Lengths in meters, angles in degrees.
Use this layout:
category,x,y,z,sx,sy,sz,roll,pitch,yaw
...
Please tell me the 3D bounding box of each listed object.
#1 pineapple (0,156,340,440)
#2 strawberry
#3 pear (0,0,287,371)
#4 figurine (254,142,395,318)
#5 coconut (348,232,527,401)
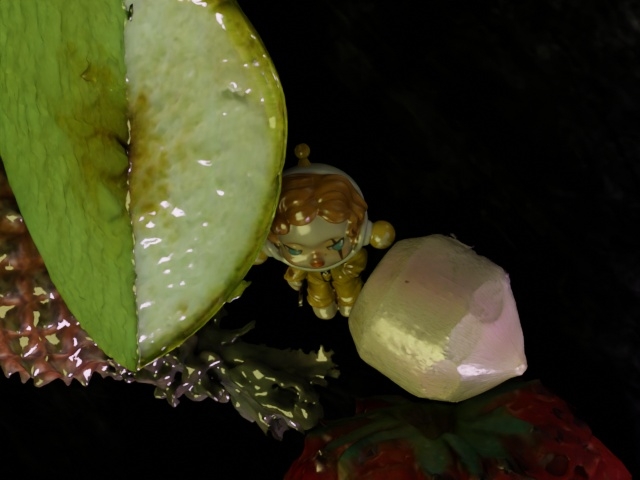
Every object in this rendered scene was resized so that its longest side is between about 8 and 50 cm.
category,x,y,z,sx,sy,sz,roll,pitch,yaw
pineapple,-0.160,0.052,1.446,0.361,0.175,0.175,27,139,2
strawberry,0.105,0.251,1.378,0.250,0.238,0.288,3,109,45
pear,-0.137,-0.090,1.313,0.239,0.139,0.288,26,126,43
figurine,0.005,0.000,1.357,0.101,0.068,0.143,-24,134,25
coconut,0.088,0.057,1.326,0.124,0.110,0.110,31,139,10
